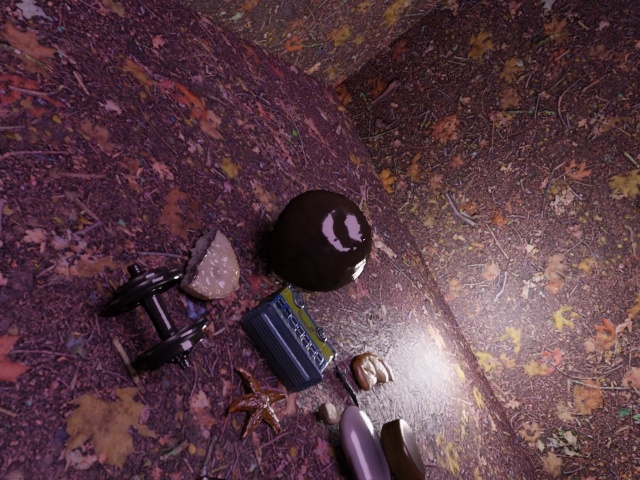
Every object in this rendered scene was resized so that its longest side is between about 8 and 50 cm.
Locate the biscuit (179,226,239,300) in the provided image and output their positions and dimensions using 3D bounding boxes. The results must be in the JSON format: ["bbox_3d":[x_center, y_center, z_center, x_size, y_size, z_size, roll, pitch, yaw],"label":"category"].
[{"bbox_3d":[-0.333,0.083,1.385,0.179,0.084,0.281,41,32,-30],"label":"biscuit"}]

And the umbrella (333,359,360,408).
[{"bbox_3d":[0.106,0.563,1.693,0.269,0.044,0.044,63,-11,-5],"label":"umbrella"}]

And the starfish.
[{"bbox_3d":[-0.187,0.480,1.278,0.240,0.043,0.227,58,26,4],"label":"starfish"}]

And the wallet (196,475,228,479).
[{"bbox_3d":[-0.245,0.673,0.993,0.122,0.031,0.232,34,35,-36],"label":"wallet"}]

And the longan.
[{"bbox_3d":[0.009,0.001,1.718,0.404,0.404,0.436,52,24,-13],"label":"longan"}]

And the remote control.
[{"bbox_3d":[0.155,0.745,1.504,0.221,0.103,0.332,15,49,-62],"label":"remote control"}]

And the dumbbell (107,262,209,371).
[{"bbox_3d":[-0.394,0.185,1.063,0.290,0.192,0.192,60,27,2],"label":"dumbbell"}]

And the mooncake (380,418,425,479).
[{"bbox_3d":[0.305,0.811,1.649,0.234,0.117,0.234,56,18,-28],"label":"mooncake"}]

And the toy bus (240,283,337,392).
[{"bbox_3d":[-0.100,0.326,1.455,0.312,0.152,0.190,56,26,-4],"label":"toy bus"}]

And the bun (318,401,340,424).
[{"bbox_3d":[0.026,0.602,1.488,0.086,0.055,0.086,38,11,-9],"label":"bun"}]

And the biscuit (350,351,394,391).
[{"bbox_3d":[0.227,0.561,1.880,0.299,0.045,0.154,12,51,-55],"label":"biscuit"}]
